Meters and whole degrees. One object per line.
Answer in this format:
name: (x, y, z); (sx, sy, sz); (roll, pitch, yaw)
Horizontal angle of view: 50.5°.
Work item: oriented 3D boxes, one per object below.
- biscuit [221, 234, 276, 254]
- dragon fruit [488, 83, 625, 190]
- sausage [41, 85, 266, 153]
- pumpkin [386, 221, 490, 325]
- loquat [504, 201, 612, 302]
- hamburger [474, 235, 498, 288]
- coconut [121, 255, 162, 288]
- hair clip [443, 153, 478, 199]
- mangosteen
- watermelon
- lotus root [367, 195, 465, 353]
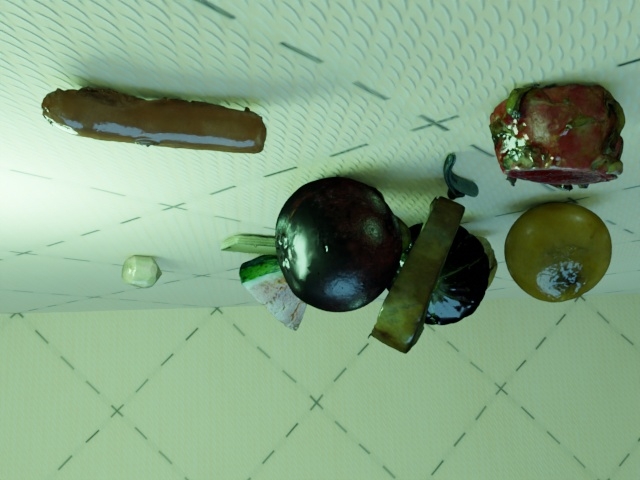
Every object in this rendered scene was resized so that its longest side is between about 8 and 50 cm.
biscuit: (-0.180, 0.013, 1.989); (0.199, 0.040, 0.121); (5, 169, -30)
dragon fruit: (0.397, -0.152, 1.103); (0.211, 0.147, 0.282); (-15, 161, 43)
sausage: (-0.241, -0.177, 1.012); (0.327, 0.079, 0.087); (4, 177, -21)
pumpkin: (0.330, 0.082, 1.885); (0.296, 0.295, 0.296); (-2, 168, -1)
loquat: (0.602, 0.027, 1.725); (0.263, 0.263, 0.263); (-2, 168, -1)
hamburger: (0.433, 0.080, 2.051); (0.214, 0.213, 0.108); (-10, 127, 30)
coconut: (-0.567, 0.101, 2.164); (0.125, 0.110, 0.110); (13, 162, -30)
hair clip: (0.281, -0.131, 1.422); (0.070, 0.039, 0.229); (-6, 166, 20)
mangosteen: (0.053, 0.008, 1.436); (0.300, 0.300, 0.300); (-2, 168, -1)
watermelon: (-0.091, 0.118, 2.176); (0.222, 0.292, 0.319); (-35, 116, 12)
lotus root: (0.234, 0.068, 1.569); (0.111, 0.374, 0.390); (22, -146, 11)
